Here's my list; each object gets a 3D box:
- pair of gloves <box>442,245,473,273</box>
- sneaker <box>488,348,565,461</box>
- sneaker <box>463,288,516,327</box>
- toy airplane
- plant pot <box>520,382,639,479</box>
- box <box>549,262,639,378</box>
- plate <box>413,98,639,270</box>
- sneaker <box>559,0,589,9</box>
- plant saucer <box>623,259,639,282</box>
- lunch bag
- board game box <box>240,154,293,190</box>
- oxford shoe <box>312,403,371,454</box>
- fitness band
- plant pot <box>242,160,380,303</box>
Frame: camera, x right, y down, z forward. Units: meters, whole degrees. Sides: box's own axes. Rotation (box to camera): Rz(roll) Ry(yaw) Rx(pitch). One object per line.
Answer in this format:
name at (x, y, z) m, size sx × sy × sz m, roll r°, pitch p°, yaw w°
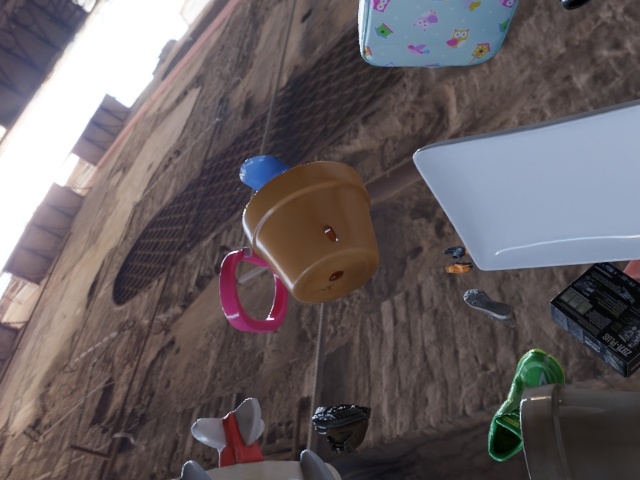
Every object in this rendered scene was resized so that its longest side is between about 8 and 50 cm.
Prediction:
pair of gloves at (0.358, 0.051, 1.332) m, size 0.010 × 0.074 × 0.083 m, roll -71°, pitch -29°, yaw -57°
sneaker at (0.465, 0.386, 1.166) m, size 0.109 × 0.295 × 0.123 m, roll 24°, pitch -157°, yaw 23°
sneaker at (0.506, 0.209, 1.543) m, size 0.071 × 0.066 × 0.188 m, roll 58°, pitch 168°, yaw -27°
toy airplane at (-0.118, 0.510, 1.034) m, size 0.384 × 0.272 × 0.386 m, roll 55°, pitch -144°, yaw -11°
plant pot at (0.565, 0.408, 0.937) m, size 0.323 × 0.280 × 0.323 m, roll 34°, pitch -135°, yaw -43°
box at (0.573, 0.148, 1.002) m, size 0.180 × 0.147 × 0.077 m, roll 46°, pitch 174°, yaw 43°
plate at (0.288, -0.056, 0.612) m, size 0.278 × 0.277 × 0.045 m, roll 45°, pitch -131°, yaw -43°
sneaker at (0.424, -0.505, 0.849) m, size 0.147 × 0.105 × 0.296 m, roll 64°, pitch -165°, yaw 22°
plant saucer at (0.758, 0.132, 1.259) m, size 0.258 × 0.048 × 0.259 m, roll -32°, pitch -47°, yaw -37°
lunch bag at (0.211, -0.430, 0.923) m, size 0.279 × 0.224 × 0.107 m, roll -2°, pitch -121°, yaw -1°
board game box at (-0.102, -0.151, 1.204) m, size 0.169 × 0.133 × 0.033 m, roll 30°, pitch -128°, yaw -24°
oxford shoe at (0.046, 0.366, 0.986) m, size 0.227 × 0.083 × 0.096 m, roll 35°, pitch -119°, yaw -60°
fitness band at (-0.162, 0.131, 1.323) m, size 0.291 × 0.054 × 0.209 m, roll 28°, pitch -123°, yaw -64°
plant pot at (0.000, 0.000, 1.119) m, size 0.291 × 0.291 × 0.203 m, roll 10°, pitch -137°, yaw -44°
